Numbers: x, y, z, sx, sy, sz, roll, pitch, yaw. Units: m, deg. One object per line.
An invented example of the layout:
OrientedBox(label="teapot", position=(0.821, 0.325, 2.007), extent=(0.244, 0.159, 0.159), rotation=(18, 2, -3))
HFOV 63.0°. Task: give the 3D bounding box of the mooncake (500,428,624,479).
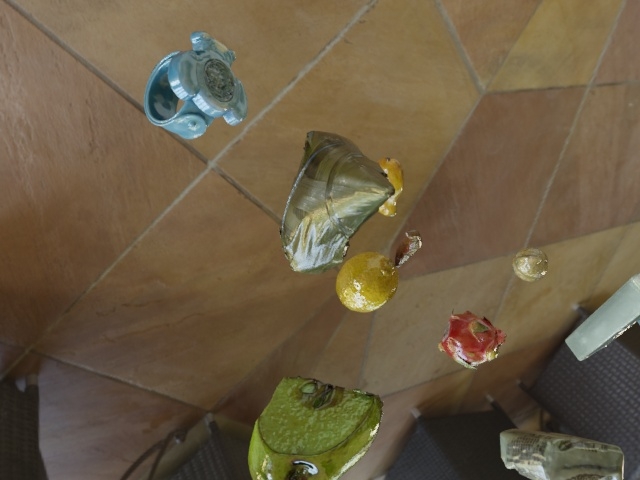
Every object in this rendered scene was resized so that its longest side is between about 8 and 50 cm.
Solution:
OrientedBox(label="mooncake", position=(0.655, 0.602, 1.432), extent=(0.250, 0.136, 0.254), rotation=(7, 166, -11))

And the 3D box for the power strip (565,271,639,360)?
OrientedBox(label="power strip", position=(0.583, 0.150, 1.031), extent=(0.091, 0.062, 0.385), rotation=(-27, 153, -10))

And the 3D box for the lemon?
OrientedBox(label="lemon", position=(0.151, 0.135, 1.690), extent=(0.188, 0.188, 0.256), rotation=(12, 140, -38))

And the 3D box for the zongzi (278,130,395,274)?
OrientedBox(label="zongzi", position=(0.026, -0.023, 0.841), extent=(0.125, 0.274, 0.251), rotation=(5, 114, -23))

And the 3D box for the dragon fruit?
OrientedBox(label="dragon fruit", position=(0.586, 0.387, 2.031), extent=(0.227, 0.224, 0.224), rotation=(27, 114, 3))

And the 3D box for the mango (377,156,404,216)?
OrientedBox(label="mango", position=(0.170, -0.142, 1.357), extent=(0.075, 0.098, 0.190), rotation=(-45, 153, -29))

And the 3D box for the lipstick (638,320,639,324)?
OrientedBox(label="lipstick", position=(0.783, 0.248, 1.111), extent=(0.076, 0.077, 0.290), rotation=(-39, 94, 1))

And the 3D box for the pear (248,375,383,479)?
OrientedBox(label="pear", position=(-0.012, 0.427, 1.084), extent=(0.255, 0.238, 0.164), rotation=(-50, 142, -56))

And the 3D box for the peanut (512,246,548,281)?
OrientedBox(label="peanut", position=(0.485, 0.055, 1.213), extent=(0.080, 0.080, 0.174), rotation=(-46, 156, 8))

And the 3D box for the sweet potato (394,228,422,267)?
OrientedBox(label="sweet potato", position=(0.277, 0.013, 1.633), extent=(0.078, 0.058, 0.255), rotation=(-22, 160, -11))

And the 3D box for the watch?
OrientedBox(label="watch", position=(-0.285, -0.328, 1.138), extent=(0.193, 0.211, 0.211), rotation=(-9, 146, 32))
